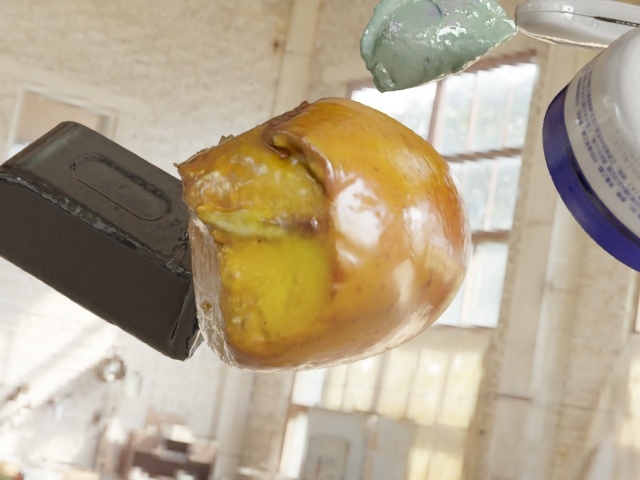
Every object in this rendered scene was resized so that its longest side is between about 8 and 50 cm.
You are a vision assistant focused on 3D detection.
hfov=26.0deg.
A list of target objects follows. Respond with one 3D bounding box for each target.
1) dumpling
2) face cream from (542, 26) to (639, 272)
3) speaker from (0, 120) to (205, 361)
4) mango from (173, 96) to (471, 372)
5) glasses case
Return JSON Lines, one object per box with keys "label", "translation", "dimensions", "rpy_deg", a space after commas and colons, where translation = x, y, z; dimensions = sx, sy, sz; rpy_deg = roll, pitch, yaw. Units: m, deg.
{"label": "dumpling", "translation": [0.157, -0.281, 1.854], "dimensions": [0.217, 0.104, 0.149], "rpy_deg": [-18, -40, -4]}
{"label": "face cream", "translation": [0.299, -0.077, 1.168], "dimensions": [0.206, 0.205, 0.111], "rpy_deg": [14, -33, -26]}
{"label": "speaker", "translation": [-0.209, -0.030, 1.533], "dimensions": [0.388, 0.180, 0.184], "rpy_deg": [27, -41, 25]}
{"label": "mango", "translation": [0.000, 0.000, 0.969], "dimensions": [0.199, 0.201, 0.350], "rpy_deg": [39, 7, 8]}
{"label": "glasses case", "translation": [0.334, -0.254, 1.646], "dimensions": [0.233, 0.059, 0.092], "rpy_deg": [2, 1, -34]}
